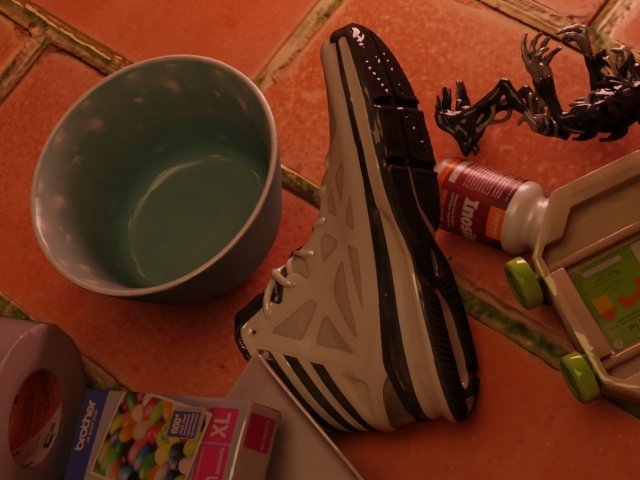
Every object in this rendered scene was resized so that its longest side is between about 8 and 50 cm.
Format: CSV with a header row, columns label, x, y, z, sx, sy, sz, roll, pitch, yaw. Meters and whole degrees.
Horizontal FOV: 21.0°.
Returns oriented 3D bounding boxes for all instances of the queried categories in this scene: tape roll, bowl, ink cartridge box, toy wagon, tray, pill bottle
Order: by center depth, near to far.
label,x,y,z,sx,sy,sz,roll,pitch,yaw
toy wagon,0.367,0.075,1.801,0.267,0.068,0.344,-26,71,-6
tray,-0.012,0.260,1.853,0.270,0.030,0.145,49,127,22
ink cartridge box,-0.193,0.262,1.899,0.311,0.065,0.185,-1,69,43
pill bottle,0.199,-0.035,1.939,0.152,0.086,0.086,20,73,28
tape roll,-0.352,0.197,1.956,0.072,0.219,0.219,8,68,23
bowl,-0.170,-0.046,2.041,0.312,0.163,0.311,-8,62,16

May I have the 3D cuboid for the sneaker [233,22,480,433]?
label,x,y,z,sx,sy,sz,roll,pitch,yaw
sneaker,0.000,0.000,1.892,0.257,0.169,0.447,-14,85,21

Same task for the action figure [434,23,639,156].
label,x,y,z,sx,sy,sz,roll,pitch,yaw
action figure,0.269,-0.173,1.938,0.276,0.164,0.141,-9,91,26

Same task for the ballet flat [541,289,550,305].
label,x,y,z,sx,sy,sz,roll,pitch,yaw
ballet flat,0.306,0.073,1.878,0.173,0.049,0.057,30,54,25
